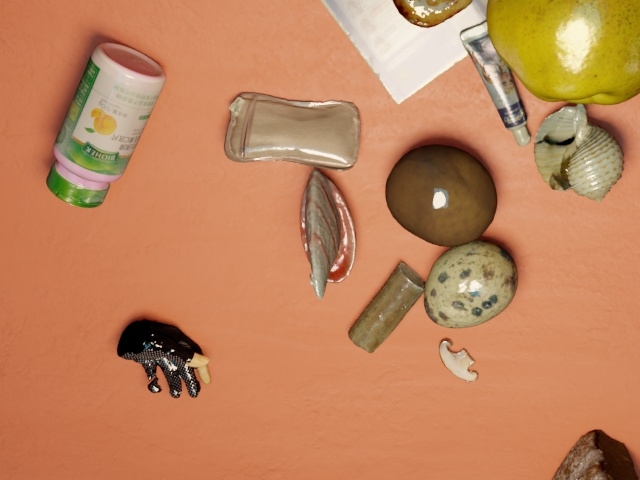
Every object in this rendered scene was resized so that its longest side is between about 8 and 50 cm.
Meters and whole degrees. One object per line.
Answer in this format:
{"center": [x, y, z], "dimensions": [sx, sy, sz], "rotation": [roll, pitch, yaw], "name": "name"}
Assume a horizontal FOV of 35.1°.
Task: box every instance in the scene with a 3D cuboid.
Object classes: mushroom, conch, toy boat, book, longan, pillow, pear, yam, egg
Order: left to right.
{"center": [-0.047, -0.185, 1.718], "dimensions": [0.233, 0.038, 0.130], "rotation": [6, 72, 5], "name": "pillow"}
{"center": [0.000, 0.000, 1.668], "dimensions": [0.096, 0.282, 0.206], "rotation": [-5, 109, 10], "name": "toy boat"}
{"center": [0.121, 0.123, 1.806], "dimensions": [0.068, 0.068, 0.169], "rotation": [33, 112, -3], "name": "yam"}
{"center": [0.121, -0.412, 1.641], "dimensions": [0.228, 0.018, 0.322], "rotation": [-34, 101, 18], "name": "book"}
{"center": [0.200, -0.074, 1.676], "dimensions": [0.189, 0.189, 0.189], "rotation": [3, 110, 9], "name": "longan"}
{"center": [0.251, 0.220, 1.844], "dimensions": [0.049, 0.019, 0.101], "rotation": [-34, 103, 20], "name": "mushroom"}
{"center": [0.252, 0.078, 1.728], "dimensions": [0.141, 0.141, 0.182], "rotation": [45, 119, -7], "name": "egg"}
{"center": [0.422, -0.134, 1.643], "dimensions": [0.135, 0.102, 0.153], "rotation": [-21, 62, 21], "name": "conch"}
{"center": [0.391, -0.345, 1.489], "dimensions": [0.294, 0.294, 0.294], "rotation": [3, 110, 9], "name": "pear"}

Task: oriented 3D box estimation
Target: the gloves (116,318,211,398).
{"center": [-0.280, 0.219, 1.906], "dimensions": [0.129, 0.106, 0.181], "rotation": [-41, 127, 21], "name": "gloves"}

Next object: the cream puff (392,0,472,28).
{"center": [0.176, -0.408, 1.579], "dimensions": [0.149, 0.084, 0.149], "rotation": [2, 110, 4], "name": "cream puff"}

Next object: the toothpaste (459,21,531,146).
{"center": [0.295, -0.252, 1.654], "dimensions": [0.062, 0.037, 0.216], "rotation": [-23, 107, 11], "name": "toothpaste"}

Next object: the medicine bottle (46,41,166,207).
{"center": [-0.377, -0.193, 1.744], "dimensions": [0.133, 0.133, 0.274], "rotation": [29, 113, -1], "name": "medicine bottle"}

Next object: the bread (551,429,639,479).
{"center": [0.468, 0.476, 1.690], "dimensions": [0.113, 0.416, 0.165], "rotation": [31, 107, -2], "name": "bread"}
